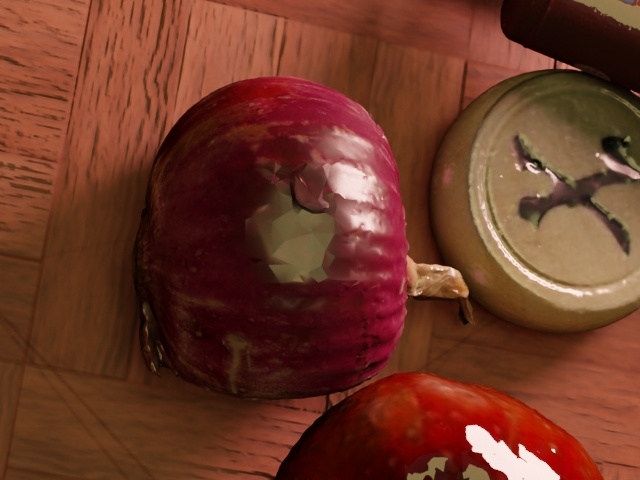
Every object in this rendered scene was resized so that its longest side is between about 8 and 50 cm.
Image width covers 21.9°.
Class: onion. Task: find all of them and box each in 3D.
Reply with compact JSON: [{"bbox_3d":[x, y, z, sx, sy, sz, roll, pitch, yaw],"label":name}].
[{"bbox_3d":[-0.028,-0.004,1.277,0.272,0.230,0.256,-25,86,-11],"label":"onion"}]

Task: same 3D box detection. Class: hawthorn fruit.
[{"bbox_3d":[0.093,0.223,1.202,0.285,0.369,0.284,0,67,0],"label":"hawthorn fruit"}]

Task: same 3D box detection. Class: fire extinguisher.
[{"bbox_3d":[0.268,-0.179,1.388,0.341,0.141,0.105,23,101,-1],"label":"fire extinguisher"}]

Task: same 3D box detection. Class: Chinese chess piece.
[{"bbox_3d":[0.208,-0.036,1.417,0.238,0.092,0.237,3,78,-16],"label":"Chinese chess piece"}]
